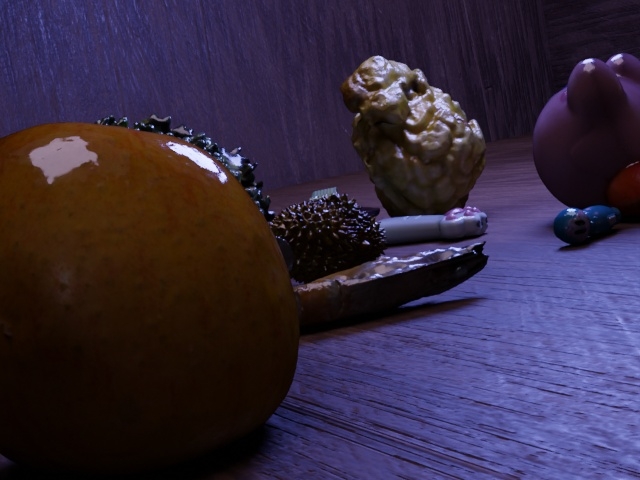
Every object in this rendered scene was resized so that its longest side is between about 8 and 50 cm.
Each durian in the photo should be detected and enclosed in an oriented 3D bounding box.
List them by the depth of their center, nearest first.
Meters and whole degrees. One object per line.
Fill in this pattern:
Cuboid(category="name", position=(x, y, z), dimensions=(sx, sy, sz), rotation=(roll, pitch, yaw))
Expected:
Cuboid(category="durian", position=(0.000, 0.000, 1.627), dimensions=(0.168, 0.137, 0.158), rotation=(2, -9, 27))

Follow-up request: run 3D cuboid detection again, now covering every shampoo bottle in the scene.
Cuboid(category="shampoo bottle", position=(-0.066, 0.045, 1.479), dimensions=(0.063, 0.057, 0.208), rotation=(16, -14, -2))

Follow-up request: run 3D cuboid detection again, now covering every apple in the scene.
Cuboid(category="apple", position=(-0.169, 0.043, 0.943), dimensions=(0.299, 0.275, 0.299), rotation=(-11, 1, 0))

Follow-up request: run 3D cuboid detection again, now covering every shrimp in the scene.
Cuboid(category="shrimp", position=(0.043, 0.055, 1.382), dimensions=(0.317, 0.062, 0.164), rotation=(-14, 5, -3))

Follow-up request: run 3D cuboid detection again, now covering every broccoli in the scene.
Cuboid(category="broccoli", position=(-0.244, -0.064, 1.871), dimensions=(0.334, 0.324, 0.272), rotation=(-2, -9, -33))

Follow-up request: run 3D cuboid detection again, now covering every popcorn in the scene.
Cuboid(category="popcorn", position=(0.163, -0.187, 2.103), dimensions=(0.225, 0.332, 0.265), rotation=(-35, 20, 11))

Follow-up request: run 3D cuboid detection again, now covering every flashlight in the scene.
Cuboid(category="flashlight", position=(0.370, -0.027, 1.610), dimensions=(0.051, 0.051, 0.129), rotation=(-4, 7, 44))
Cuboid(category="flashlight", position=(0.174, -0.024, 1.891), dimensions=(0.200, 0.047, 0.093), rotation=(-5, 9, 35))

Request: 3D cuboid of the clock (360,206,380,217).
Cuboid(category="clock", position=(0.034, -0.021, 2.067), dimensions=(0.152, 0.050, 0.110), rotation=(-15, 8, -29))

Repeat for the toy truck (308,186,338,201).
Cuboid(category="toy truck", position=(0.021, -0.027, 1.862), dimensions=(0.085, 0.116, 0.191), rotation=(-11, 6, 6))

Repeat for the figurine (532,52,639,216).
Cuboid(category="figurine", position=(0.444, -0.132, 1.803), dimensions=(0.211, 0.261, 0.269), rotation=(-40, -11, 36))
